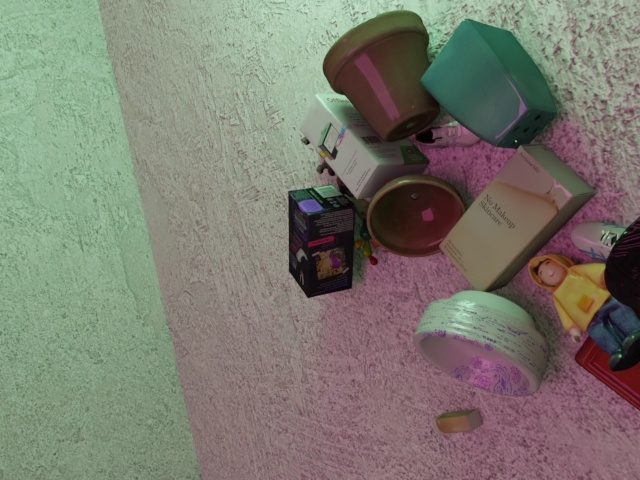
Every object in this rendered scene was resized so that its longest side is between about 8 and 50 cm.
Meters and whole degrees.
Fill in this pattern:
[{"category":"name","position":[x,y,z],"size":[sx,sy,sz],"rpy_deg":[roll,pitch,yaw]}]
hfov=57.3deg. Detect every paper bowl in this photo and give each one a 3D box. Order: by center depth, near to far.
[{"category":"paper bowl","position":[0.362,0.218,1.305],"size":[0.284,0.284,0.148],"rpy_deg":[2,56,47]}]

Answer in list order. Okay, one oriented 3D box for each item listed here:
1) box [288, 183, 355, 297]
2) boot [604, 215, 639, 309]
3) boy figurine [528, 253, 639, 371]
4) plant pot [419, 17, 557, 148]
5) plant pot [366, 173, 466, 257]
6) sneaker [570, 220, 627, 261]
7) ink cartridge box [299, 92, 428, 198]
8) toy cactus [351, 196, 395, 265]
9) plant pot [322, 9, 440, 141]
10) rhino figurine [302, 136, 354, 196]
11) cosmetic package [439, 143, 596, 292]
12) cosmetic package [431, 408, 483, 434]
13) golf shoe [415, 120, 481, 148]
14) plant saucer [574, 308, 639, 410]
[{"category":"box","position":[0.000,0.000,1.655],"size":[0.165,0.143,0.270],"rpy_deg":[-129,35,-53]},{"category":"boot","position":[0.618,-0.056,0.951],"size":[0.131,0.260,0.348],"rpy_deg":[40,123,22]},{"category":"boy figurine","position":[0.530,0.114,1.163],"size":[0.285,0.092,0.177],"rpy_deg":[59,140,41]},{"category":"plant pot","position":[0.364,-0.310,1.223],"size":[0.165,0.166,0.234],"rpy_deg":[-53,53,39]},{"category":"plant pot","position":[0.232,-0.079,1.437],"size":[0.237,0.237,0.109],"rpy_deg":[-56,18,38]},{"category":"sneaker","position":[0.592,0.015,1.109],"size":[0.237,0.086,0.085],"rpy_deg":[27,80,36]},{"category":"ink cartridge box","position":[0.108,-0.247,1.505],"size":[0.278,0.201,0.117],"rpy_deg":[53,131,26]},{"category":"toy cactus","position":[0.135,-0.058,1.603],"size":[0.180,0.112,0.219],"rpy_deg":[47,140,43]},{"category":"plant pot","position":[0.167,-0.365,1.380],"size":[0.263,0.263,0.229],"rpy_deg":[-35,75,45]},{"category":"rhino figurine","position":[0.039,-0.228,1.681],"size":[0.106,0.073,0.243],"rpy_deg":[-43,68,46]},{"category":"cosmetic package","position":[0.418,-0.043,1.279],"size":[0.160,0.113,0.309],"rpy_deg":[53,132,27]},{"category":"cosmetic package","position":[0.348,0.463,1.496],"size":[0.115,0.060,0.041],"rpy_deg":[-26,78,45]},{"category":"golf shoe","position":[0.304,-0.249,1.380],"size":[0.176,0.086,0.069],"rpy_deg":[-9,90,47]},{"category":"plant saucer","position":[0.652,0.226,1.129],"size":[0.259,0.048,0.258],"rpy_deg":[41,126,34]}]
